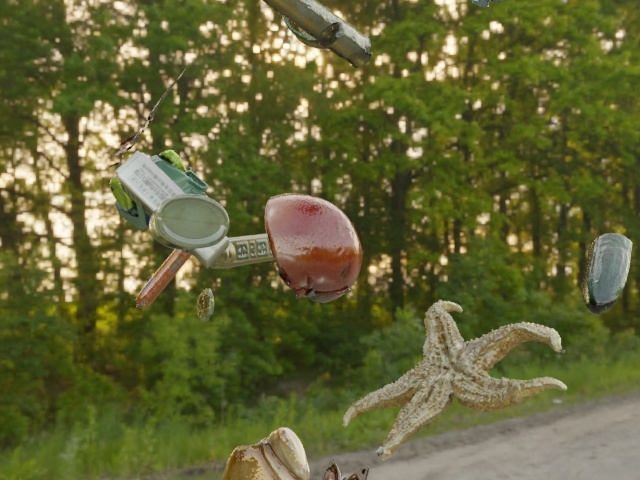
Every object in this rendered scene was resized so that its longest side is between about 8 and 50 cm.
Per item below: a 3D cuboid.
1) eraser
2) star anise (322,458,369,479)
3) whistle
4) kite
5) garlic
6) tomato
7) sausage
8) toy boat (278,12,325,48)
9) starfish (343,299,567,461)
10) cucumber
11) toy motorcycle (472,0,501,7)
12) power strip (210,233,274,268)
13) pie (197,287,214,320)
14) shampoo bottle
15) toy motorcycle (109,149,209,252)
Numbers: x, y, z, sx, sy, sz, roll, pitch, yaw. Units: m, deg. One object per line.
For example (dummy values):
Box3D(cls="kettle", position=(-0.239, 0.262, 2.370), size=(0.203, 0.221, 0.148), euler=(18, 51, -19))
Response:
Box3D(cls="eraser", position=(-0.322, -0.065, 1.677), size=(0.279, 0.081, 0.124), euler=(44, -13, 1))
Box3D(cls="star anise", position=(0.063, 0.521, 1.506), size=(0.157, 0.212, 0.053), euler=(-30, -40, 15))
Box3D(cls="whistle", position=(-0.023, -0.392, 1.323), size=(0.057, 0.068, 0.326), euler=(-45, -38, 21))
Box3D(cls="kite", position=(-0.442, -0.329, 1.998), size=(0.022, 0.360, 0.204), euler=(37, -37, -13))
Box3D(cls="garlic", position=(-0.118, 0.573, 1.781), size=(0.217, 0.228, 0.110), euler=(-23, -21, 12))
Box3D(cls="tomato", position=(0.005, 0.001, 1.877), size=(0.170, 0.309, 0.309), euler=(-20, -11, 20))
Box3D(cls="sausage", position=(-0.460, 0.075, 2.385), size=(0.053, 0.348, 0.053), euler=(38, -6, 5))
Box3D(cls="toy boat", position=(-0.024, -0.557, 1.977), size=(0.229, 0.089, 0.088), euler=(26, -27, 28))
Box3D(cls="starfish", position=(0.175, 0.197, 1.048), size=(0.302, 0.060, 0.299), euler=(-35, 26, -5))
Box3D(cls="cucumber", position=(0.690, 0.079, 1.868), size=(0.115, 0.063, 0.244), euler=(-26, 25, 38))
Box3D(cls="toy motorcycle", position=(0.447, -0.804, 2.234), size=(0.260, 0.154, 0.206), euler=(35, -31, 1))
Box3D(cls="power strip", position=(-0.231, 0.030, 2.404), size=(0.066, 0.092, 0.387), euler=(-4, 3, 37))
Box3D(cls="pie", position=(-0.284, 0.158, 1.882), size=(0.020, 0.084, 0.084), euler=(5, -6, -31))
Box3D(cls="shampoo bottle", position=(-0.234, -0.028, 1.319), size=(0.118, 0.087, 0.234), euler=(7, -4, -16))
Box3D(cls="toy motorcycle", position=(-0.385, -0.081, 2.009), size=(0.191, 0.200, 0.326), euler=(-34, 51, -32))
